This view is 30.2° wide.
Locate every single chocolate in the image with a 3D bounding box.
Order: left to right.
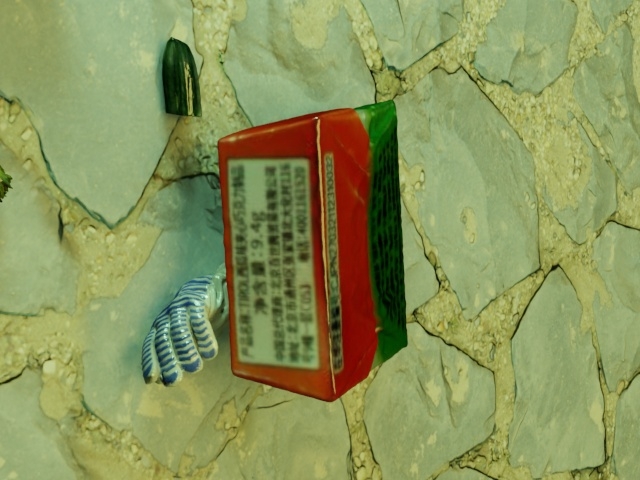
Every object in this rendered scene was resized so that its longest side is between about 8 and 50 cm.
[{"bbox_3d":[0.000,0.000,1.579,0.341,0.161,0.360,-21,109,-69],"label":"chocolate"}]

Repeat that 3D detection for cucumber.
[{"bbox_3d":[-0.180,-0.210,1.529,0.048,0.048,0.105,-11,99,-45],"label":"cucumber"}]

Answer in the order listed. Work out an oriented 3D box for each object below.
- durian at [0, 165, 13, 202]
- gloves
[{"bbox_3d":[-0.481,-0.033,1.211,0.394,0.163,0.198,-18,67,-49],"label":"durian"},{"bbox_3d":[-0.161,0.110,1.537,0.229,0.097,0.119,-56,170,-48],"label":"gloves"}]
